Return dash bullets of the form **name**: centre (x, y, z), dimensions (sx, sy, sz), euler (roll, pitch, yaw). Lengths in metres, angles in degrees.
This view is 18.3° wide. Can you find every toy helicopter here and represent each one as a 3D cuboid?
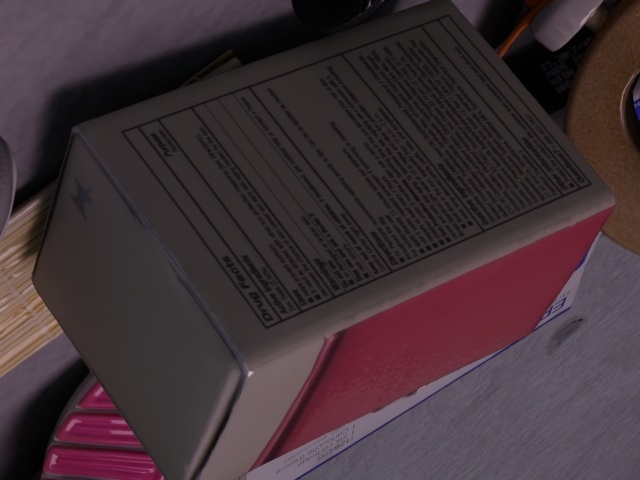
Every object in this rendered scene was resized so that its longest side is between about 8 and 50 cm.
- **toy helicopter**: centre (0.213, -0.148, 1.043), dimensions (0.140, 0.235, 0.355), euler (-51, 155, -57)

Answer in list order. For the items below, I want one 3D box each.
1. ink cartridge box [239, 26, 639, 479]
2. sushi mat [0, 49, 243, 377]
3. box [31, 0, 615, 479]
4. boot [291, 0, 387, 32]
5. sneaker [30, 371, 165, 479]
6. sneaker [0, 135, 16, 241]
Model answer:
- **ink cartridge box**: centre (0.063, 0.017, 1.267), dimensions (0.303, 0.072, 0.307), euler (-29, 159, -23)
- **sushi mat**: centre (-0.153, 0.026, 1.013), dimensions (0.316, 0.019, 0.151), euler (-36, 157, -4)
- **box**: centre (0.000, 0.000, 0.968), dimensions (0.232, 0.148, 0.127), euler (-23, 155, -32)
- **boot**: centre (0.052, -0.145, 0.955), dimensions (0.121, 0.045, 0.099), euler (-48, 159, 24)
- **sneaker**: centre (-0.135, 0.157, 1.211), dimensions (0.103, 0.111, 0.252), euler (17, 113, -16)
- **sneaker**: centre (-0.222, -0.012, 0.713), dimensions (0.281, 0.105, 0.115), euler (-16, 150, -42)
